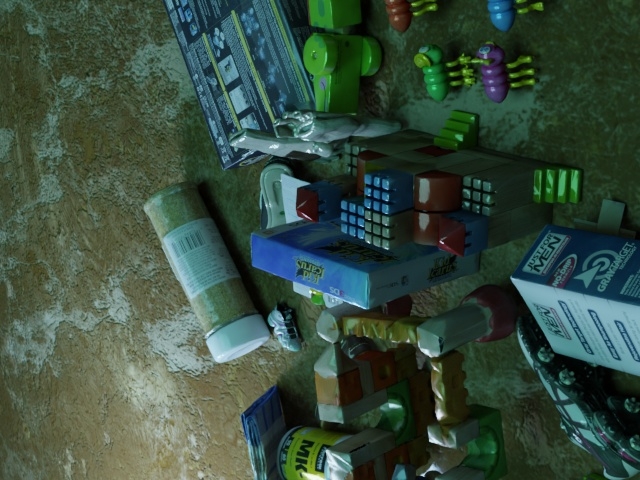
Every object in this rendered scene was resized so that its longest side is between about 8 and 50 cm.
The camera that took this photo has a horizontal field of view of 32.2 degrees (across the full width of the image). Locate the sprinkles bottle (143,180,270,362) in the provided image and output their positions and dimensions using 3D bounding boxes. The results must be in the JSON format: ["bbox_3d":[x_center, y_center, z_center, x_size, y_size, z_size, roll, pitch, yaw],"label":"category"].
[{"bbox_3d":[-0.226,0.060,2.198,0.121,0.121,0.355,-41,71,48],"label":"sprinkles bottle"}]

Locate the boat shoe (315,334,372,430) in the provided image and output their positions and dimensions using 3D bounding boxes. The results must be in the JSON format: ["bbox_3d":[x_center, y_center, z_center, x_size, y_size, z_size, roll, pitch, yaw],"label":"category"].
[{"bbox_3d":[0.037,0.252,2.000,0.073,0.073,0.207,47,127,31],"label":"boat shoe"}]

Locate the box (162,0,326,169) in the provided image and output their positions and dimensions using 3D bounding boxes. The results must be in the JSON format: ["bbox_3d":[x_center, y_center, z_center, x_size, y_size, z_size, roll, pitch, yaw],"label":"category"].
[{"bbox_3d":[-0.127,-0.358,1.950,0.318,0.097,0.395,-25,84,52],"label":"box"}]

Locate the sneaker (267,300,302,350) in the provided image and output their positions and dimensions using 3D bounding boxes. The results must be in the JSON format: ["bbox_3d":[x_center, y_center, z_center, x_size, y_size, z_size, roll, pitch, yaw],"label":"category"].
[{"bbox_3d":[-0.061,0.157,2.103,0.098,0.038,0.069,49,136,26],"label":"sneaker"}]

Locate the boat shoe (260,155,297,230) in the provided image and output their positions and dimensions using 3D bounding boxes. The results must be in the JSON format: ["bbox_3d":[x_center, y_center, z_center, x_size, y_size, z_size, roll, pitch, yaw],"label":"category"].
[{"bbox_3d":[-0.069,-0.046,2.028,0.079,0.084,0.233,-98,5,-62],"label":"boat shoe"}]

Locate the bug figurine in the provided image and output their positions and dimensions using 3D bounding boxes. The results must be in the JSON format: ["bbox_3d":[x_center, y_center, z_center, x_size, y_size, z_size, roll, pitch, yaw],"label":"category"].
[{"bbox_3d":[0.192,-0.295,1.574,0.279,0.072,0.216,10,129,47],"label":"bug figurine"}]

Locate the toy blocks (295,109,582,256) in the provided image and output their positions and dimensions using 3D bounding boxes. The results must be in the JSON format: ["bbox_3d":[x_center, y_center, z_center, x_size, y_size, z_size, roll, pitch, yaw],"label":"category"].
[{"bbox_3d":[0.142,-0.069,1.605,0.381,0.261,0.191,20,118,44],"label":"toy blocks"}]

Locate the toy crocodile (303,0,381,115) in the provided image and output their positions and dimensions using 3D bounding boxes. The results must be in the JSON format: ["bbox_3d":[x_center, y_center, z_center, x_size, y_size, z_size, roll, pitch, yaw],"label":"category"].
[{"bbox_3d":[0.022,-0.357,1.761,0.105,0.115,0.341,19,116,52],"label":"toy crocodile"}]

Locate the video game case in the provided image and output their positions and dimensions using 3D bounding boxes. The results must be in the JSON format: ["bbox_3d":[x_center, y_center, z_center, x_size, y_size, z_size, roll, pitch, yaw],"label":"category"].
[{"bbox_3d":[0.068,0.017,1.736,0.269,0.244,0.061,18,116,45],"label":"video game case"}]

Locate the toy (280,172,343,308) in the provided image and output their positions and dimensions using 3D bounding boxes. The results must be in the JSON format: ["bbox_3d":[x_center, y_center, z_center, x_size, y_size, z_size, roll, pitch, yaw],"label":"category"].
[{"bbox_3d":[0.000,0.000,1.960,0.137,0.056,0.237,23,126,44],"label":"toy"}]

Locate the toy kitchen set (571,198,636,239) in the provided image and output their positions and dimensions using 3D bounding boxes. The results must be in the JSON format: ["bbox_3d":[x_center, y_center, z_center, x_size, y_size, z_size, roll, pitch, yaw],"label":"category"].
[{"bbox_3d":[0.388,-0.012,1.525,0.083,0.075,0.068,14,75,12],"label":"toy kitchen set"}]

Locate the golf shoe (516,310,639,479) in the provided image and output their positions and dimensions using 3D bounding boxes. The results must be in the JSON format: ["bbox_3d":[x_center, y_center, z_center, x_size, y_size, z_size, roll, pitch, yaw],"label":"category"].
[{"bbox_3d":[0.362,0.223,1.581,0.273,0.105,0.120,53,145,23],"label":"golf shoe"}]

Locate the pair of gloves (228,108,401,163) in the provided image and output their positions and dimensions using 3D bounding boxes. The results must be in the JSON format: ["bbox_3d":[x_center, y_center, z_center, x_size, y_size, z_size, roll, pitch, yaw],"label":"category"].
[{"bbox_3d":[-0.011,-0.165,1.799,0.240,0.204,0.042,-13,76,54],"label":"pair of gloves"}]

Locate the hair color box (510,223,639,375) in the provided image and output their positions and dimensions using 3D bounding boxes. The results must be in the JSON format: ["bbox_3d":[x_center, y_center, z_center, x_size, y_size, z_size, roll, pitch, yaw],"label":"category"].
[{"bbox_3d":[0.429,0.093,1.391,0.347,0.105,0.174,13,147,46],"label":"hair color box"}]

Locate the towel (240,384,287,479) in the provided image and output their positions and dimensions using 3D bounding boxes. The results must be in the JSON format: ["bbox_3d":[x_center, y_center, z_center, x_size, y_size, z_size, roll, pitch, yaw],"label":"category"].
[{"bbox_3d":[-0.082,0.439,2.129,0.034,0.209,0.285,-11,95,15],"label":"towel"}]

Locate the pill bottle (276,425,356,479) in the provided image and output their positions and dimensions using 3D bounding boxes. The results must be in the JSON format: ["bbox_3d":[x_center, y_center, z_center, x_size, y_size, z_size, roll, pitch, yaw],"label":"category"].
[{"bbox_3d":[0.025,0.409,2.030,0.208,0.119,0.119,-1,102,50],"label":"pill bottle"}]

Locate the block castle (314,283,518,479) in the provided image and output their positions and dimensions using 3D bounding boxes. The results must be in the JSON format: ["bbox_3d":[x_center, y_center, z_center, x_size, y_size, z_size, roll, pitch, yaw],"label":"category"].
[{"bbox_3d":[0.180,0.292,1.735,0.303,0.213,0.453,2,105,47],"label":"block castle"}]

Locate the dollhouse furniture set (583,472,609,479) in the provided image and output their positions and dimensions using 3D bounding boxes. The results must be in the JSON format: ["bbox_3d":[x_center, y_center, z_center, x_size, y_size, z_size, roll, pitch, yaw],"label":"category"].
[{"bbox_3d":[0.410,0.391,1.615,0.151,0.058,0.076,11,112,48],"label":"dollhouse furniture set"}]
